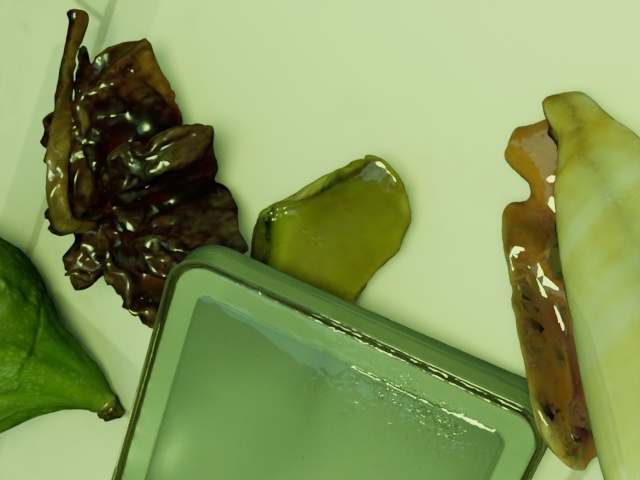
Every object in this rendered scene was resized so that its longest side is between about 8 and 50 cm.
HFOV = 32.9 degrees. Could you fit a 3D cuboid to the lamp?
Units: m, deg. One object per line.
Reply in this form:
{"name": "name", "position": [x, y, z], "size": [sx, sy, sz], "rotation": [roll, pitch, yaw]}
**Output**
{"name": "lamp", "position": [-0.009, 0.164, 0.739], "size": [0.267, 0.047, 0.269], "rotation": [24, 114, 10]}

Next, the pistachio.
{"name": "pistachio", "position": [0.000, 0.000, 0.750], "size": [0.089, 0.049, 0.173], "rotation": [39, 120, -1]}

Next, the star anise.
{"name": "star anise", "position": [-0.148, -0.032, 0.806], "size": [0.220, 0.126, 0.190], "rotation": [45, 145, 25]}

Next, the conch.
{"name": "conch", "position": [0.188, 0.035, 0.593], "size": [0.158, 0.127, 0.255], "rotation": [124, 141, -62]}

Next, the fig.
{"name": "fig", "position": [-0.276, 0.085, 0.928], "size": [0.235, 0.203, 0.203], "rotation": [10, 109, -6]}
